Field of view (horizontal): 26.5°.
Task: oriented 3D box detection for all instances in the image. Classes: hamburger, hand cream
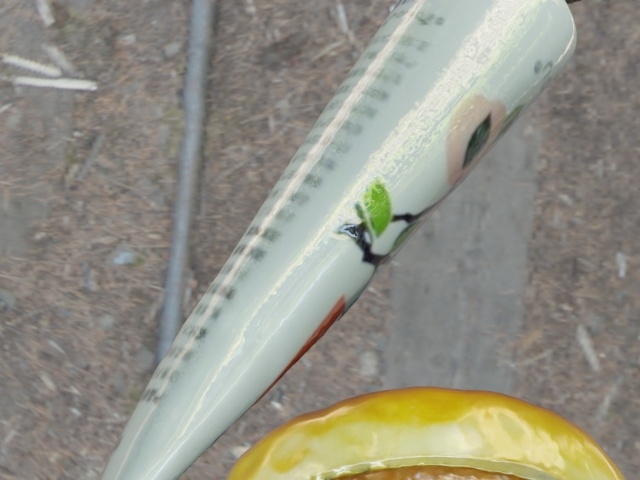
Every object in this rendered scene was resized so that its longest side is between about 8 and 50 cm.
[{"bbox_3d":[0.056,0.197,0.676,0.246,0.246,0.170,27,42,-24],"label":"hamburger"},{"bbox_3d":[0.000,0.000,0.366,0.050,0.080,0.234,38,73,-1],"label":"hand cream"}]
